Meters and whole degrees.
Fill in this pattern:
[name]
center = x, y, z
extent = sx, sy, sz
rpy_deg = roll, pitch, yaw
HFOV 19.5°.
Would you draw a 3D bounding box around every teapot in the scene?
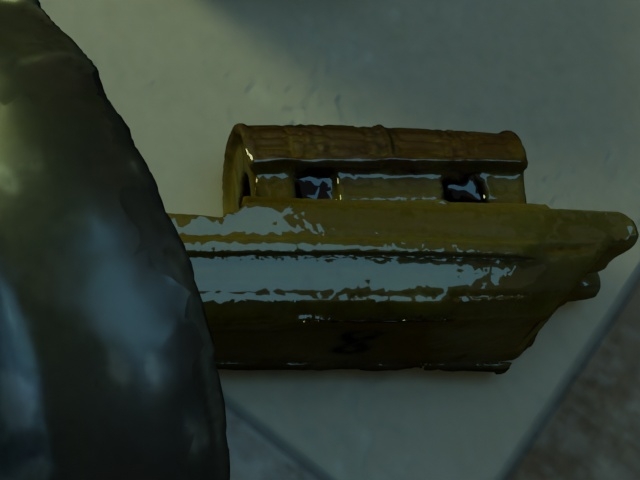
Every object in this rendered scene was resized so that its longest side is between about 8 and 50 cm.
[teapot]
center = -0.211, 0.111, 0.469
extent = 0.362, 0.305, 0.376
rpy_deg = -13, 103, -27

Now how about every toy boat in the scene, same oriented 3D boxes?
[toy boat]
center = 0.000, 0.000, 0.673
extent = 0.226, 0.068, 0.088
rpy_deg = 1, 65, -13
